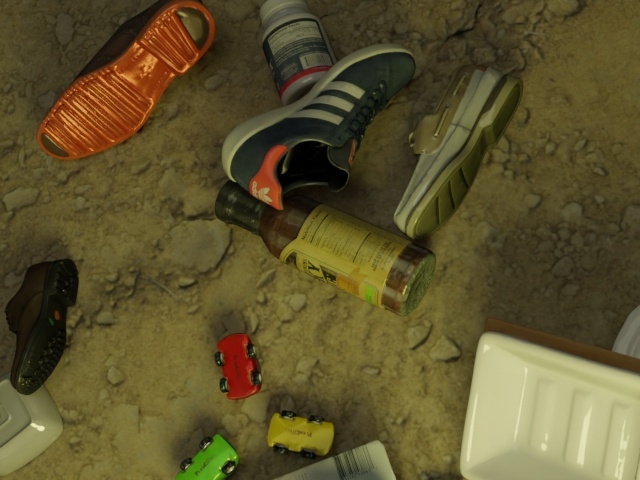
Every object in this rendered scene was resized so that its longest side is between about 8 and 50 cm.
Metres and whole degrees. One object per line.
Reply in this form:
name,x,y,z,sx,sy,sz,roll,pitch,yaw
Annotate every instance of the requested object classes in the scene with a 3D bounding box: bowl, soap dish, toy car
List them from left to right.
bowl,-0.486,0.278,1.650,0.142,0.053,0.142,-37,68,1
toy car,-0.118,0.285,1.552,0.225,0.053,0.239,-46,66,-3
soap dish,0.322,0.238,1.339,0.290,0.118,0.229,14,99,45

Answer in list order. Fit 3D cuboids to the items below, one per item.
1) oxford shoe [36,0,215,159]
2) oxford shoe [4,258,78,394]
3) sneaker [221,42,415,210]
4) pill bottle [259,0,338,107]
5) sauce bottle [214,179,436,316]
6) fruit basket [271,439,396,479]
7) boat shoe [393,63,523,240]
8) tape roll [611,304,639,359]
oxford shoe,-0.328,-0.276,1.784,0.363,0.130,0.133,-38,34,7
oxford shoe,-0.453,0.137,1.676,0.096,0.083,0.227,-2,57,17
sneaker,0.029,-0.162,1.596,0.350,0.131,0.148,-36,58,-15
pill bottle,-0.034,-0.300,1.701,0.108,0.108,0.180,-22,67,6
sauce bottle,0.000,0.000,1.590,0.344,0.111,0.111,24,79,23
fruit basket,-0.021,0.480,1.429,0.353,0.165,0.327,-27,66,21
boat shoe,0.186,-0.134,1.592,0.103,0.113,0.302,28,70,23
tape roll,0.520,0.194,1.392,0.286,0.100,0.286,-4,70,12
